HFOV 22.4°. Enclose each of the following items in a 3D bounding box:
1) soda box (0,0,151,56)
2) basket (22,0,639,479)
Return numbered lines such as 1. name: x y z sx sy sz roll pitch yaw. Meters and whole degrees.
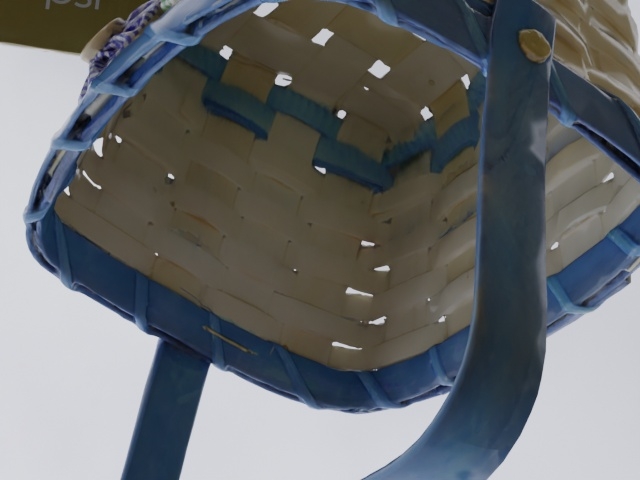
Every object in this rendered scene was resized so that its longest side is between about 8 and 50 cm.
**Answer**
1. soda box: -0.152 -0.117 0.722 0.181 0.061 0.058 6 -85 -23
2. basket: 0.000 0.000 0.590 0.201 0.255 0.289 25 -131 -23
